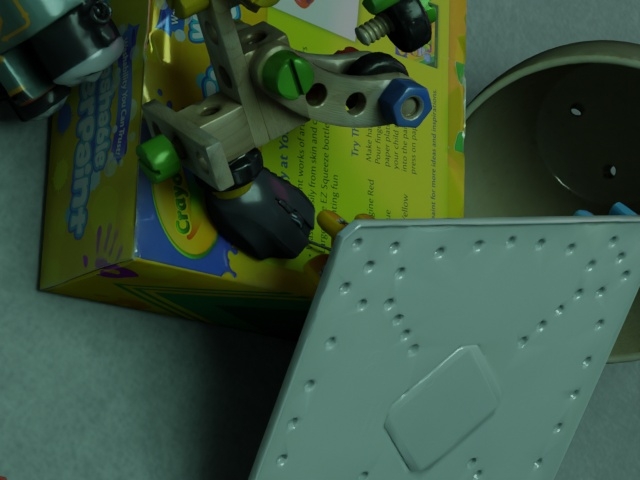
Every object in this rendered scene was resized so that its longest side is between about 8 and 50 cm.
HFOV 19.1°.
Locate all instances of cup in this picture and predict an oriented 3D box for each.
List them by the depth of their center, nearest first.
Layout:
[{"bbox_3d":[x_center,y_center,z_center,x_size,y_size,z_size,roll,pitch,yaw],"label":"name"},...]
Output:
[{"bbox_3d":[0.292,-0.072,1.958,0.331,0.331,0.237,55,24,-14],"label":"cup"}]

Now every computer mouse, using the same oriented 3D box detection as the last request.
[{"bbox_3d":[0.000,0.000,1.625,0.242,0.041,0.071,29,62,-31],"label":"computer mouse"}]

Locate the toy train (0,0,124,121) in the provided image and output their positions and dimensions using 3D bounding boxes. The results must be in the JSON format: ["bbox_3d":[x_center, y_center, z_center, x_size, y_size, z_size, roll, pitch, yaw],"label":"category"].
[{"bbox_3d":[-0.293,-0.255,1.570,0.142,0.190,0.334,-40,103,-39],"label":"toy train"}]

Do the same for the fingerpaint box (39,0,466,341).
[{"bbox_3d":[-0.051,-0.145,1.755,0.371,0.163,0.445,13,70,-37],"label":"fingerpaint box"}]

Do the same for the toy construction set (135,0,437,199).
[{"bbox_3d":[-0.079,-0.181,1.518,0.237,0.257,0.309,-32,59,-12],"label":"toy construction set"}]

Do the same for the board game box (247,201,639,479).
[{"bbox_3d":[0.098,0.140,1.717,0.390,0.050,0.390,-2,122,-40],"label":"board game box"}]

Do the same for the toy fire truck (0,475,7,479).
[{"bbox_3d":[-0.259,0.296,1.533,0.135,0.047,0.192,28,62,-30],"label":"toy fire truck"}]
